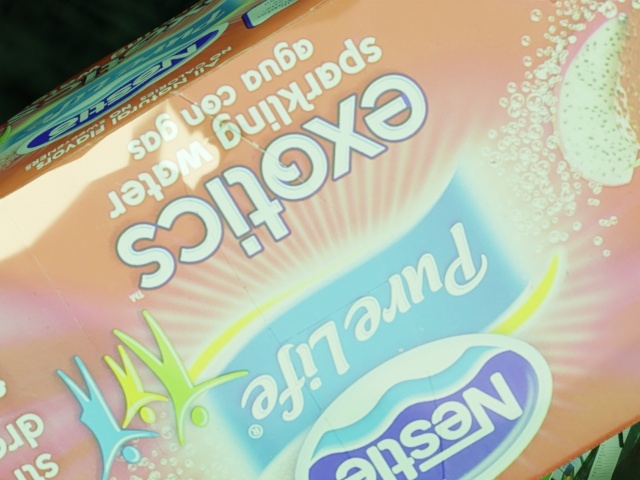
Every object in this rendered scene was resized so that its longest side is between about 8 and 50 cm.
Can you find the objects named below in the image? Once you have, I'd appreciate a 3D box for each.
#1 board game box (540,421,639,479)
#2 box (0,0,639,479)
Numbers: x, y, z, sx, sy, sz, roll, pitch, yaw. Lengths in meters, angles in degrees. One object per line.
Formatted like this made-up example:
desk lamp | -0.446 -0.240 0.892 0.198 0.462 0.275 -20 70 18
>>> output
board game box | 0.094 -0.048 0.566 0.136 0.030 0.260 18 101 -18
box | 0.000 0.000 0.476 0.256 0.128 0.123 -31 104 2
